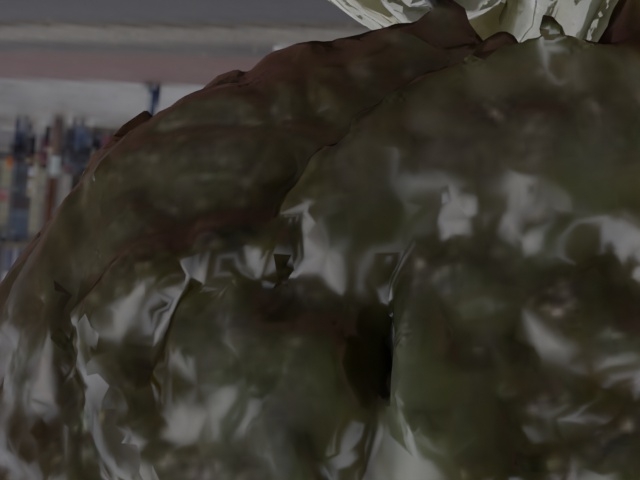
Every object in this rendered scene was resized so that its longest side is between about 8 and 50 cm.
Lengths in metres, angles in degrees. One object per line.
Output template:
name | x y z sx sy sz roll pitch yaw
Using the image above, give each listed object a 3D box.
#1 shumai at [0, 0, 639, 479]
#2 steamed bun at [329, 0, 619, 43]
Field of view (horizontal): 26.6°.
shumai | 0.025 0.106 0.392 0.346 0.283 0.217 -11 142 20
steamed bun | 0.071 -0.214 0.609 0.324 0.310 0.219 46 -133 13
